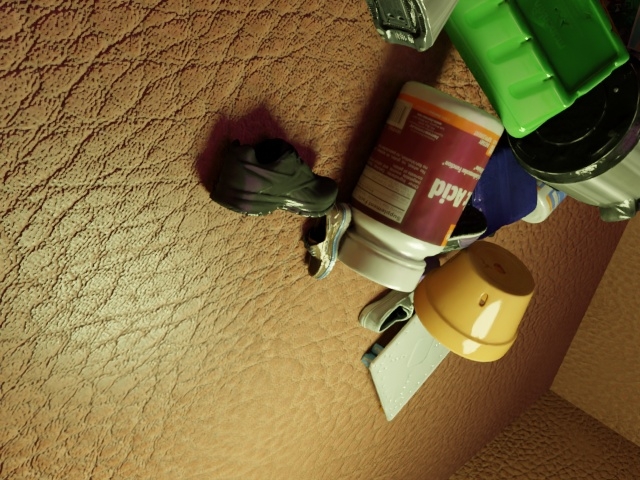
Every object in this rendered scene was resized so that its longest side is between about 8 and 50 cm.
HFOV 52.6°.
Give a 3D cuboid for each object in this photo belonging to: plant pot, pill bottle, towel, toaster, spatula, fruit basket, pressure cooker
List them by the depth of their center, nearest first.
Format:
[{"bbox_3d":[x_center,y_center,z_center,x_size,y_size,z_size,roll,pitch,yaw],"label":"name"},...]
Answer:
[{"bbox_3d":[0.155,-0.449,1.105,0.146,0.129,0.227,-55,145,-11],"label":"toaster"},{"bbox_3d":[0.397,-0.427,1.318,0.283,0.392,0.392,-38,144,-8],"label":"fruit basket"},{"bbox_3d":[0.194,-0.107,1.345,0.224,0.224,0.392,7,111,-54],"label":"pill bottle"},{"bbox_3d":[0.735,-0.272,1.681,0.421,0.375,0.369,14,116,-42],"label":"pressure cooker"},{"bbox_3d":[0.418,0.140,1.688,0.291,0.291,0.203,-18,147,-44],"label":"plant pot"},{"bbox_3d":[0.267,0.040,1.732,0.084,0.030,0.296,-51,150,-6],"label":"spatula"},{"bbox_3d":[0.484,-0.148,1.775,0.308,0.076,0.227,-21,108,-39],"label":"towel"},{"bbox_3d":[0.707,-0.192,2.008,0.272,0.152,0.152,-42,144,-22],"label":"pill bottle"}]

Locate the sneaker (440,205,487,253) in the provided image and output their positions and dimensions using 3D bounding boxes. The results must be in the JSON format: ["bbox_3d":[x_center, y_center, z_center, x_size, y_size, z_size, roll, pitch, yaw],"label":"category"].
[{"bbox_3d":[0.259,-0.002,1.574,0.284,0.107,0.124,-3,147,-17],"label":"sneaker"}]

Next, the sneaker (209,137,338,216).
[{"bbox_3d":[-0.059,-0.112,1.130,0.286,0.109,0.130,-5,115,-53],"label":"sneaker"}]

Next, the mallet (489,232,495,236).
[{"bbox_3d":[0.469,-0.017,1.955,0.190,0.039,0.062,-25,132,-34],"label":"mallet"}]

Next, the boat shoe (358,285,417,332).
[{"bbox_3d":[0.202,0.186,1.729,0.228,0.081,0.079,-25,135,-39],"label":"boat shoe"}]

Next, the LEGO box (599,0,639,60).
[{"bbox_3d":[0.853,-0.679,1.569,0.193,0.373,0.500,-43,141,-22],"label":"LEGO box"}]

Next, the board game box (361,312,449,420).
[{"bbox_3d":[0.293,0.327,1.994,0.390,0.050,0.390,-45,145,-19],"label":"board game box"}]

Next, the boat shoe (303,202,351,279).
[{"bbox_3d":[0.000,0.000,1.340,0.066,0.066,0.183,1,120,-33],"label":"boat shoe"}]
